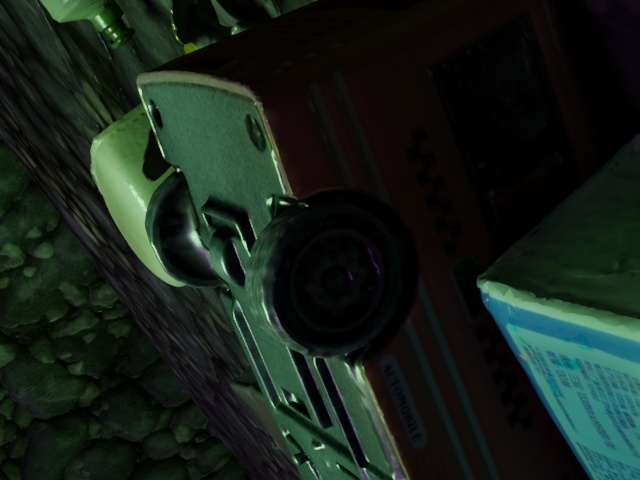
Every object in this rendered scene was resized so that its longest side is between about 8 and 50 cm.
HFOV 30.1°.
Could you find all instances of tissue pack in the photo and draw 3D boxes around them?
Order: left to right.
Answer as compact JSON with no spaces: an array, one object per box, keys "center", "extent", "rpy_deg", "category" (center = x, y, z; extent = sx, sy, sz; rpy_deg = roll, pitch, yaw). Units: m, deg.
[{"center":[0.226,0.091,0.550],"extent":[0.263,0.146,0.198],"rpy_deg":[57,160,-23],"category":"tissue pack"}]

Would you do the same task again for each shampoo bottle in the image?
[{"center":[-0.257,-0.285,1.133],"extent":[0.234,0.087,0.118],"rpy_deg":[53,165,-15],"category":"shampoo bottle"}]

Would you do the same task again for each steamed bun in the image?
[{"center":[-0.149,-0.048,1.285],"extent":[0.164,0.146,0.241],"rpy_deg":[52,166,7],"category":"steamed bun"}]

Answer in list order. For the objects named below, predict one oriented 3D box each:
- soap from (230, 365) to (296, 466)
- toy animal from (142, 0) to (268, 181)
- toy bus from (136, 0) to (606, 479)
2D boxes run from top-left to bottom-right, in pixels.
[{"center":[0.017,0.302,1.743],"extent":[0.296,0.107,0.285],"rpy_deg":[52,165,-12],"category":"soap"},{"center":[-0.074,-0.142,0.965],"extent":[0.155,0.219,0.095],"rpy_deg":[17,161,-28],"category":"toy animal"},{"center":[0.071,0.066,0.686],"extent":[0.203,0.233,0.427],"rpy_deg":[21,137,62],"category":"toy bus"}]
